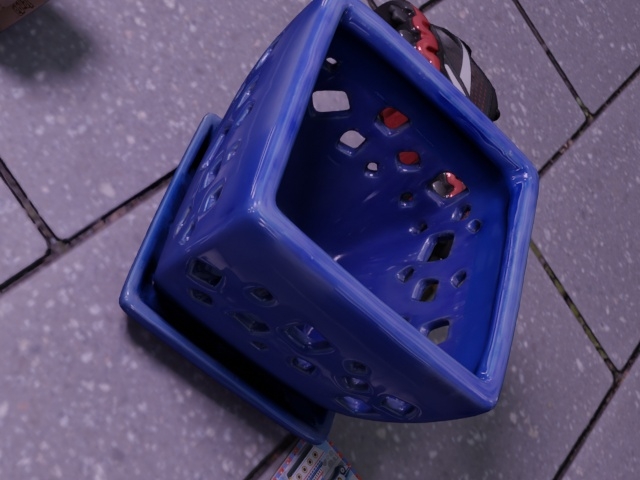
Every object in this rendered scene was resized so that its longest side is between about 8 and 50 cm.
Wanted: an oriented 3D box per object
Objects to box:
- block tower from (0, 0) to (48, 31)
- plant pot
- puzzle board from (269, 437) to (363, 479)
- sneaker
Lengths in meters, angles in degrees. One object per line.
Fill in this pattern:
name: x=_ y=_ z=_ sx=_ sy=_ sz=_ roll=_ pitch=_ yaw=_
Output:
block tower: x=-0.300 y=-0.292 z=0.796 sx=0.335 sy=0.097 sz=0.091 roll=50 pitch=44 yaw=-23
plant pot: x=0.000 y=0.000 z=0.880 sx=0.236 sy=0.212 sz=0.236 roll=38 pitch=47 yaw=-23
puzzle board: x=-0.004 y=0.215 z=0.913 sx=0.096 sy=0.011 sz=0.128 roll=52 pitch=43 yaw=-11
sneaker: x=0.115 y=-0.094 z=1.123 sx=0.135 sy=0.097 sz=0.276 roll=11 pitch=61 yaw=-38
